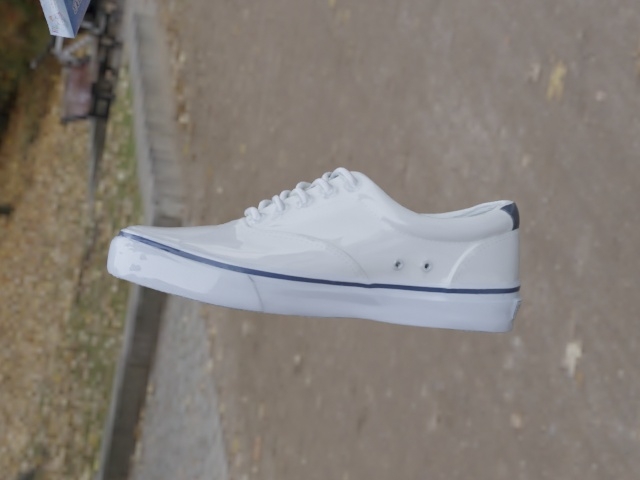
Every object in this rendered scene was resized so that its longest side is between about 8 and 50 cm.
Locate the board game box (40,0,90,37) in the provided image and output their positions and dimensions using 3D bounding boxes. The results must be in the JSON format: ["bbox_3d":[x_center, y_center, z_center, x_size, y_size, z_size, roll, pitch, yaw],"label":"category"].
[{"bbox_3d":[-0.160,-0.193,0.893,0.090,0.020,0.090,86,-163,-58],"label":"board game box"}]

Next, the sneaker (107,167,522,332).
[{"bbox_3d":[0.000,0.000,0.864,0.094,0.258,0.091,-166,81,-79],"label":"sneaker"}]
